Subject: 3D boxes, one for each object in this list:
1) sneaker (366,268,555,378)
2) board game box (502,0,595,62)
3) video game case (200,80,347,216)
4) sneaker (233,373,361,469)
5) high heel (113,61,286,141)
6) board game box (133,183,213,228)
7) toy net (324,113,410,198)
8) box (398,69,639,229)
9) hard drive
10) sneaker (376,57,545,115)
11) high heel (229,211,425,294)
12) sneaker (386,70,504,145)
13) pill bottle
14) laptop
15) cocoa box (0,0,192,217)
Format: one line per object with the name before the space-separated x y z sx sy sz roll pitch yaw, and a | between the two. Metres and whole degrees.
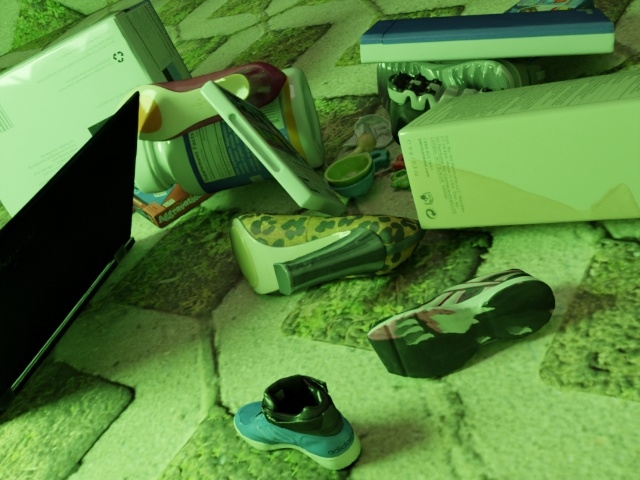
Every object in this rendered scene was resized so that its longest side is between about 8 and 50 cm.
sneaker | 0.132 0.076 0.877 0.178 0.072 0.077 -15 17 2
board game box | 0.309 -0.320 1.411 0.201 0.035 0.136 -37 31 -20
video game case | -0.052 -0.106 1.113 0.023 0.183 0.201 -43 -10 9
sneaker | -0.036 0.156 0.841 0.152 0.085 0.058 9 44 47
high heel | -0.167 -0.194 1.256 0.244 0.082 0.117 -16 6 29
board game box | -0.261 -0.102 1.513 0.145 0.027 0.281 -34 29 -18
toy net | 0.076 -0.132 1.274 0.122 0.045 0.232 -17 29 16
box | 0.258 -0.097 0.962 0.311 0.121 0.148 -2 22 37
hard drive | 0.227 -0.283 1.253 0.318 0.040 0.210 0 19 11
sneaker | 0.193 -0.220 1.304 0.115 0.105 0.281 -18 23 -35
high heel | 0.000 0.000 1.102 0.186 0.093 0.261 -17 18 -20
sneaker | 0.193 -0.142 1.165 0.234 0.106 0.078 15 33 15
pill bottle | -0.141 -0.151 1.337 0.271 0.152 0.152 -13 30 9
laptop | -0.429 0.031 1.205 0.407 0.236 0.382 -8 32 28
cocoa box | -0.411 -0.231 1.580 0.347 0.231 0.228 -24 19 13
